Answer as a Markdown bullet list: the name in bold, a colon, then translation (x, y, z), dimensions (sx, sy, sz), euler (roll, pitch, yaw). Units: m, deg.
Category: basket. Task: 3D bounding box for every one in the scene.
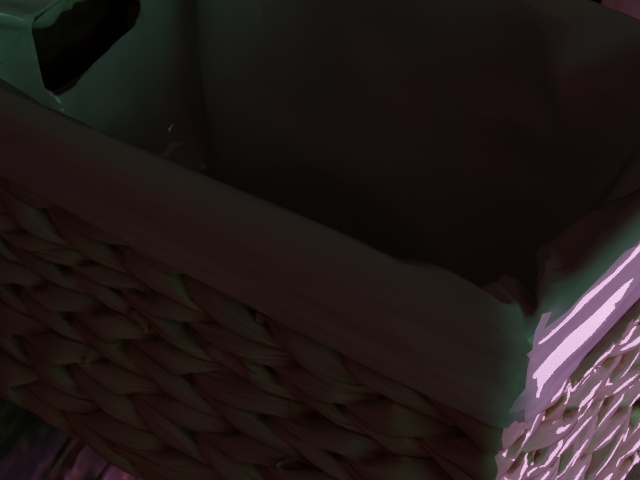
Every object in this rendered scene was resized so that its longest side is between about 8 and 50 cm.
- **basket**: translation (0.000, 0.000, 0.430), dimensions (0.113, 0.167, 0.103), euler (-40, 143, -40)

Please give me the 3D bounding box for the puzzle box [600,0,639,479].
- **puzzle box**: translation (0.129, -0.096, 0.567), dimensions (0.272, 0.052, 0.409), euler (-44, 152, -67)
